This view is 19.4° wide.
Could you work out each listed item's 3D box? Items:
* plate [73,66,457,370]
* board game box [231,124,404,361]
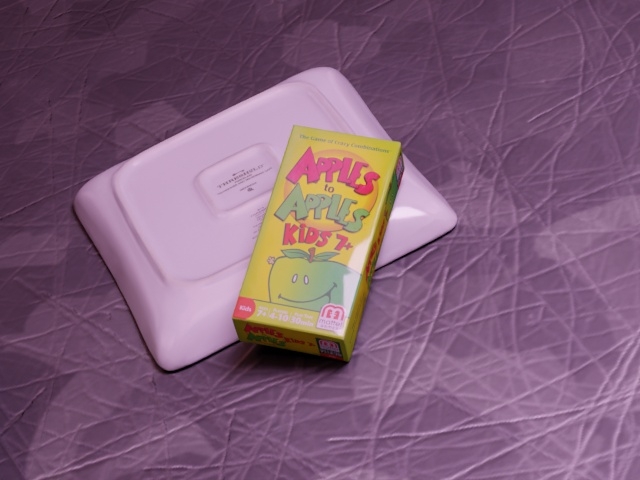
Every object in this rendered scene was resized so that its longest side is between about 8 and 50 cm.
[{"bbox_3d":[-0.060,-0.038,1.613,0.277,0.045,0.278,-26,41,-7],"label":"plate"},{"bbox_3d":[0.000,0.000,1.494,0.092,0.043,0.181,10,63,14],"label":"board game box"}]
